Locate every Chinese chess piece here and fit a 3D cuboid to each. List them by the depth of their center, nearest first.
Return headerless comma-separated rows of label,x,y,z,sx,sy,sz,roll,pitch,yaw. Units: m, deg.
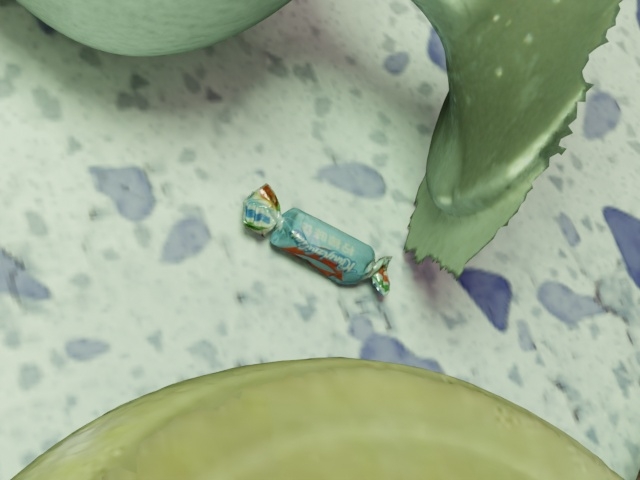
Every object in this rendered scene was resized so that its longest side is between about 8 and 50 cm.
Chinese chess piece,0.009,0.204,0.385,0.338,0.140,0.338,16,57,-25

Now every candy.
candy,0.000,0.000,0.577,0.083,0.020,0.030,26,56,-20

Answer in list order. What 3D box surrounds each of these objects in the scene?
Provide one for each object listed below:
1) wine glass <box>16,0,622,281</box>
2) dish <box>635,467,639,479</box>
wine glass,-0.026,-0.163,0.526,0.323,0.238,0.238,31,51,-11
dish,0.228,0.157,0.588,0.213,0.090,0.213,14,58,-23
